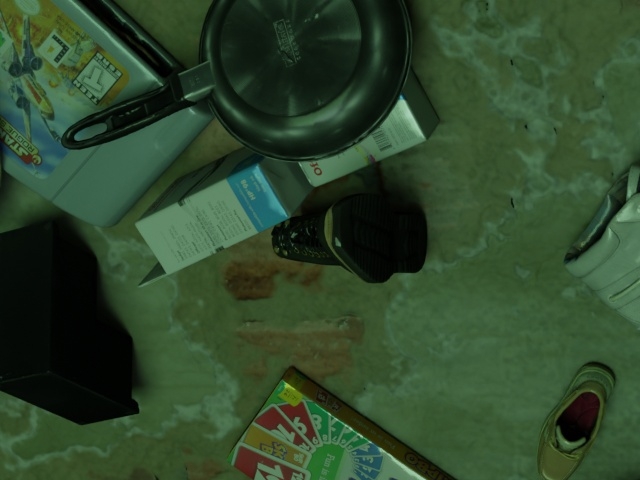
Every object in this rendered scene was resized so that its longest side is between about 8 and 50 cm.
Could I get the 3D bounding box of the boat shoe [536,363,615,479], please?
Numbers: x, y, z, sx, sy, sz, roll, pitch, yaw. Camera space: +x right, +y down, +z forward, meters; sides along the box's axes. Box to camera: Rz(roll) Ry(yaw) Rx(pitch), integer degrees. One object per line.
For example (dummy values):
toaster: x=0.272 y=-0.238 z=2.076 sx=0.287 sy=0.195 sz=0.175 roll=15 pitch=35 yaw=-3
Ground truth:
boat shoe: x=0.231 y=0.177 z=1.747 sx=0.050 sy=0.045 sz=0.135 roll=22 pitch=120 yaw=9

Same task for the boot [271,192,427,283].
boot: x=0.000 y=0.000 z=1.664 sx=0.137 sy=0.198 sz=0.077 roll=2 pitch=82 yaw=22

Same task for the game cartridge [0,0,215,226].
game cartridge: x=-0.261 y=-0.157 z=1.757 sx=0.297 sy=0.062 sz=0.198 roll=42 pitch=117 yaw=-4

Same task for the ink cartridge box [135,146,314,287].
ink cartridge box: x=-0.097 y=-0.031 z=1.728 sx=0.180 sy=0.104 sz=0.060 roll=-24 pitch=105 yaw=27

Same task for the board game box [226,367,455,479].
board game box: x=0.044 y=0.244 z=1.856 sx=0.259 sy=0.039 sz=0.124 roll=33 pitch=122 yaw=-1

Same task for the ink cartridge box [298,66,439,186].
ink cartridge box: x=0.029 y=-0.113 z=1.674 sx=0.122 sy=0.052 sz=0.088 roll=-22 pitch=105 yaw=26

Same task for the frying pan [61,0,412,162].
frying pan: x=-0.079 y=-0.171 z=1.645 sx=0.326 sy=0.053 sz=0.197 roll=4 pitch=86 yaw=18

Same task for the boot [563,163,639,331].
boot: x=0.315 y=-0.029 z=1.587 sx=0.123 sy=0.095 sz=0.258 roll=34 pitch=122 yaw=-7

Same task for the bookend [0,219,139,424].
bookend: x=-0.249 y=0.083 z=1.845 sx=0.072 sy=0.156 sz=0.157 roll=-13 pitch=66 yaw=25
